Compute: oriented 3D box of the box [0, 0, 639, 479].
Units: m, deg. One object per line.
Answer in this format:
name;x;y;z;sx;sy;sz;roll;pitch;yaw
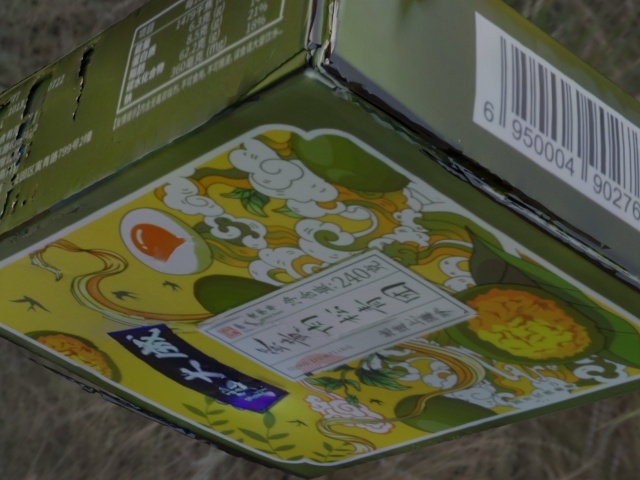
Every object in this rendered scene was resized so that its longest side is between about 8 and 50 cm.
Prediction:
box;0.000;0.000;0.983;0.373;0.420;0.138;30;55;-34
